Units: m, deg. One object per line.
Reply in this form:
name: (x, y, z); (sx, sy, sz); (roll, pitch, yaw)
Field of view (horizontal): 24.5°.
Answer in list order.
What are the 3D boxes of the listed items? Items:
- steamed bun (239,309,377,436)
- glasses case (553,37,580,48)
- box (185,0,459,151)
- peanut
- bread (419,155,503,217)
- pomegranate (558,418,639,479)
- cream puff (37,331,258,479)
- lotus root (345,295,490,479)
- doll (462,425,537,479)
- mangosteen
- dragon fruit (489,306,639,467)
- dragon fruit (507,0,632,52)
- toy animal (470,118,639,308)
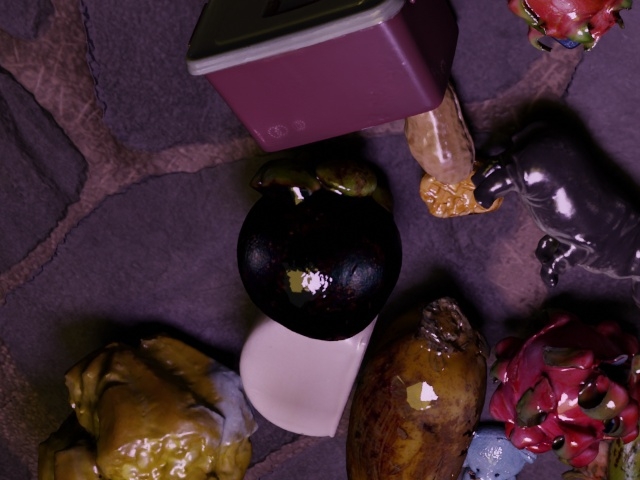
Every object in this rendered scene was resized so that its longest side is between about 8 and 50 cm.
steamed bun: (-0.019, 0.146, 2.053); (0.164, 0.146, 0.241); (20, 133, 4)
glasses case: (0.268, -0.254, 1.691); (0.083, 0.023, 0.033); (35, 137, -9)
box: (0.012, -0.228, 1.697); (0.294, 0.193, 0.167); (-12, 129, 28)
peanut: (0.134, -0.146, 1.791); (0.080, 0.080, 0.174); (-11, 113, 27)
bread: (0.179, -0.067, 1.870); (0.111, 0.044, 0.083); (-8, 125, 28)
pomegranate: (0.468, 0.303, 2.013); (0.204, 0.276, 0.222); (-14, 109, -17)
cream puff: (-0.279, 0.298, 2.171); (0.378, 0.378, 0.275); (-23, 118, 34)
lotus root: (0.130, 0.233, 2.042); (0.179, 0.196, 0.397); (10, 133, -4)
doll: (0.244, 0.344, 2.178); (0.120, 0.075, 0.179); (20, 133, 7)
mangosteen: (0.000, 0.000, 1.872); (0.243, 0.243, 0.243); (10, 132, 11)
dragon fruit: (0.337, 0.199, 1.909); (0.218, 0.273, 0.198); (-23, 114, -17)
dragon fruit: (0.240, -0.309, 1.589); (0.236, 0.135, 0.137); (53, 134, -3)
toy animal: (0.344, -0.011, 1.813); (0.343, 0.106, 0.168); (33, 111, -15)
